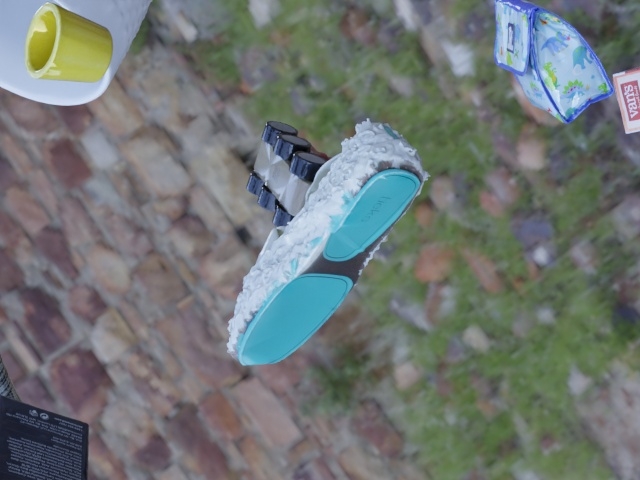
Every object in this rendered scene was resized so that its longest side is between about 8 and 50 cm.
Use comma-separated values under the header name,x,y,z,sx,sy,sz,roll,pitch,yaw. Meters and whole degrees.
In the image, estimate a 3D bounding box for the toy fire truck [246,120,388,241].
name,x,y,z,sx,sy,sz,roll,pitch,yaw
toy fire truck,0.025,-0.069,2.087,0.217,0.246,0.158,49,126,59

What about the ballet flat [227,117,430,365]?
name,x,y,z,sx,sy,sz,roll,pitch,yaw
ballet flat,0.000,0.000,1.781,0.147,0.409,0.147,29,-150,-19

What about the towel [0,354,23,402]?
name,x,y,z,sx,sy,sz,roll,pitch,yaw
towel,-0.464,0.136,1.207,0.056,0.324,0.312,52,161,45

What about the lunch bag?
name,x,y,z,sx,sy,sz,roll,pitch,yaw
lunch bag,0.274,-0.232,1.611,0.151,0.096,0.129,57,179,-21

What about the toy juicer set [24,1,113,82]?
name,x,y,z,sx,sy,sz,roll,pitch,yaw
toy juicer set,-0.236,-0.318,1.205,0.209,0.090,0.329,-49,46,34

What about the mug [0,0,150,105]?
name,x,y,z,sx,sy,sz,roll,pitch,yaw
mug,-0.338,-0.419,1.815,0.276,0.328,0.374,30,149,-15

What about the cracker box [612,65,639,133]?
name,x,y,z,sx,sy,sz,roll,pitch,yaw
cracker box,0.429,-0.169,1.308,0.232,0.156,0.067,-12,95,31

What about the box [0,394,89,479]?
name,x,y,z,sx,sy,sz,roll,pitch,yaw
box,-0.279,0.251,1.154,0.093,0.156,0.158,24,-152,-24
